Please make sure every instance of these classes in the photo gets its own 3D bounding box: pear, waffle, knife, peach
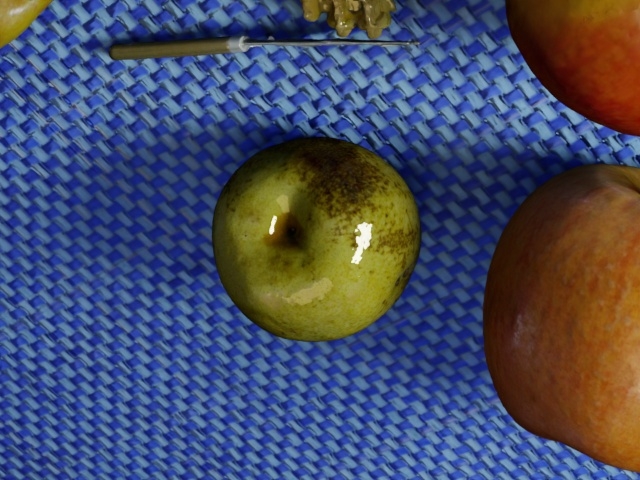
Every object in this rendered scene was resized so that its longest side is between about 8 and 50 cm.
[{"bbox_3d":[0.000,0.000,1.502,0.197,0.197,0.197,6,131,7],"label":"pear"},{"bbox_3d":[0.024,-0.265,1.350,0.149,0.051,0.194,27,131,-10],"label":"waffle"},{"bbox_3d":[-0.054,-0.178,1.449,0.297,0.047,0.017,0,94,21],"label":"knife"},{"bbox_3d":[0.282,-0.209,1.218,0.281,0.238,0.281,6,128,8],"label":"peach"}]

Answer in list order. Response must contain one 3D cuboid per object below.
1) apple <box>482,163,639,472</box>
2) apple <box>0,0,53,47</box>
[{"bbox_3d":[0.284,0.077,1.421,0.299,0.299,0.275,17,102,-2],"label":"apple"},{"bbox_3d":[-0.307,-0.282,1.245,0.301,0.301,0.301,6,131,7],"label":"apple"}]
